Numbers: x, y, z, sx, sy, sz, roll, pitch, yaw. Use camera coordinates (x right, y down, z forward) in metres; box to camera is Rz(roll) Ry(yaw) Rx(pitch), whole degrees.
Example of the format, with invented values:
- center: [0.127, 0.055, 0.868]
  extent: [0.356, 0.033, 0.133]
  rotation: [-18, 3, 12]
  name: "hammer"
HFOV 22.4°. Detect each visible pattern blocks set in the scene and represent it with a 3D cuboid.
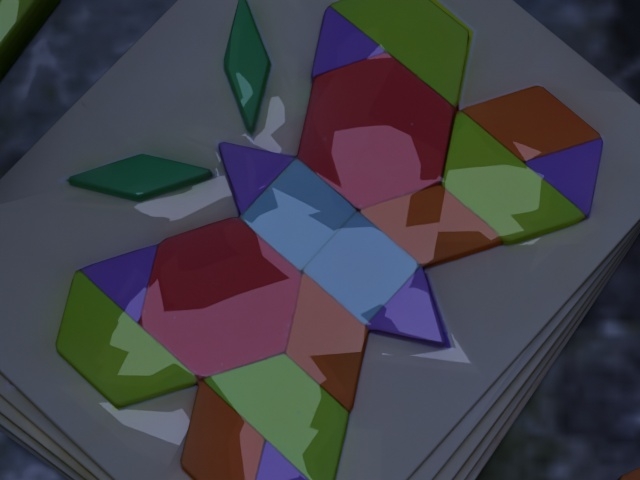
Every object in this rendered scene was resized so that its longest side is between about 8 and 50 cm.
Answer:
- center: [0.000, 0.000, 0.432]
  extent: [0.285, 0.026, 0.325]
  rotation: [26, 78, 7]
  name: "pattern blocks set"
